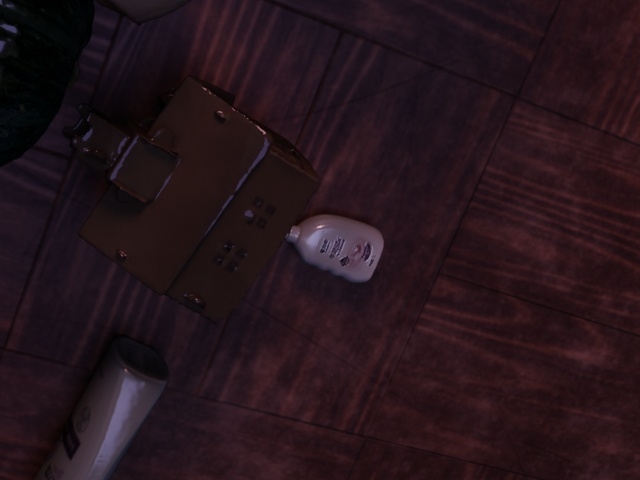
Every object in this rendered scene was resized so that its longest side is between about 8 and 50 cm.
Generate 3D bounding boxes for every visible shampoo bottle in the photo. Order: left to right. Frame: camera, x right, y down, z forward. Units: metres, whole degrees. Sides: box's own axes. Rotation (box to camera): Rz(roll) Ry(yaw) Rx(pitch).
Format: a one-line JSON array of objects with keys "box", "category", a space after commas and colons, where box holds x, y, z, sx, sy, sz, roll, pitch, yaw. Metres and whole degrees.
[{"box": [-0.302, 0.296, 1.367, 0.078, 0.134, 0.359, 28, 100, -21], "category": "shampoo bottle"}, {"box": [0.000, 0.000, 1.397, 0.152, 0.045, 0.077, 18, 104, -21], "category": "shampoo bottle"}]

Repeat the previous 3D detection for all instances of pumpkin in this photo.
[{"box": [-0.373, -0.199, 1.133, 0.263, 0.197, 0.293, 31, 96, -21], "category": "pumpkin"}]

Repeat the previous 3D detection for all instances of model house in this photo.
[{"box": [-0.170, -0.078, 1.224, 0.243, 0.204, 0.211, 30, 99, -33], "category": "model house"}]

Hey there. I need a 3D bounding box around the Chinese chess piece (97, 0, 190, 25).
[{"box": [-0.230, -0.354, 1.038, 0.140, 0.338, 0.338, -44, 115, 6], "category": "Chinese chess piece"}]
